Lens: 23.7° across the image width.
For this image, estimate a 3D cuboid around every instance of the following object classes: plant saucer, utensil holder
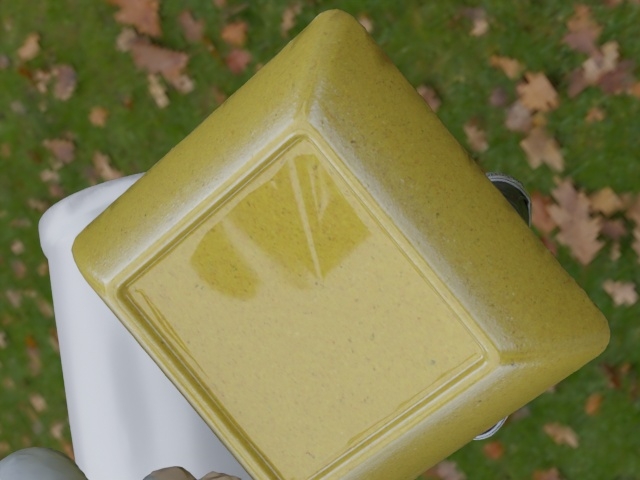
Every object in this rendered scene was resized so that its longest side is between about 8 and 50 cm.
[{"bbox_3d":[-0.006,0.051,1.177,0.332,0.081,0.333,-39,92,26],"label":"plant saucer"},{"bbox_3d":[-0.142,0.145,1.762,0.327,0.327,0.385,-34,62,59],"label":"utensil holder"}]

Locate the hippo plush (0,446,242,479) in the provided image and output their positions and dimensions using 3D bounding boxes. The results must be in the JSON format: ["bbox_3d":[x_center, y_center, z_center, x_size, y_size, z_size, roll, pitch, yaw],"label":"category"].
[{"bbox_3d":[-0.217,0.273,1.249,0.236,0.294,0.234,33,-168,-24],"label":"hippo plush"}]

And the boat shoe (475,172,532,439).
[{"bbox_3d":[0.171,0.084,1.589,0.108,0.102,0.301,9,112,2],"label":"boat shoe"}]
